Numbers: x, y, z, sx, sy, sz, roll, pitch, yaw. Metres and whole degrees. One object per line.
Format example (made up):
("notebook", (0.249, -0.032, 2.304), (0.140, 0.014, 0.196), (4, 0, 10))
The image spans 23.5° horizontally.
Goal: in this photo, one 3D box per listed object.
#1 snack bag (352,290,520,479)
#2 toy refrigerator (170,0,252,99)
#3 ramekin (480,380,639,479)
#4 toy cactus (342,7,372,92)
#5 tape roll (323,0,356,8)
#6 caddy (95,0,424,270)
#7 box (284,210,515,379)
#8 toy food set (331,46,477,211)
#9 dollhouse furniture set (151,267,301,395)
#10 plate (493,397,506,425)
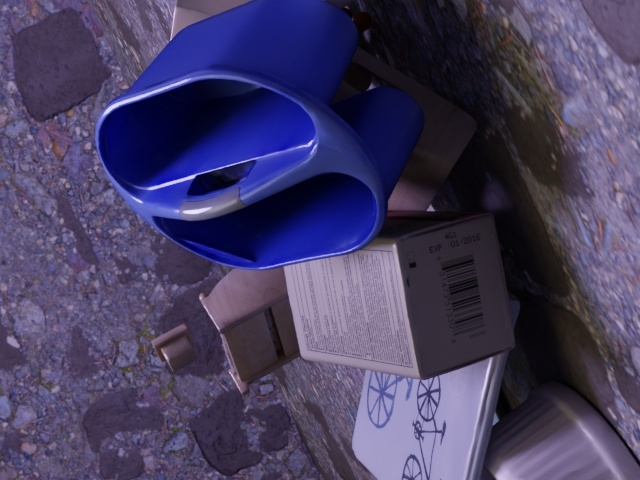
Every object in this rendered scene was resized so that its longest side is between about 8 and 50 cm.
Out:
("snack bag", (0.130, 0.155, 1.758), (0.342, 0.037, 0.323), (-140, 59, -66))
("toy refrigerator", (-0.117, -0.161, 1.687), (0.102, 0.094, 0.269), (-74, -2, -49))
("ramekin", (0.267, 0.300, 1.694), (0.273, 0.127, 0.273), (58, 169, 19))
("toy cactus", (0.001, -0.230, 1.718), (0.219, 0.112, 0.180), (34, 161, 50))
("tape roll", (-0.021, -0.360, 1.470), (0.286, 0.100, 0.286), (57, 169, 18))
("caddy", (-0.067, -0.087, 1.500), (0.341, 0.179, 0.241), (-12, 127, 47))
("box", (0.076, 0.051, 1.616), (0.232, 0.127, 0.148), (4, 107, 58))
("toy food set", (0.043, -0.122, 1.668), (0.220, 0.092, 0.306), (32, 162, 3))
("dollhouse furniture set", (-0.061, 0.074, 2.025), (0.174, 0.356, 0.303), (56, 168, 29))
("plate", (0.202, 0.203, 2.013), (0.188, 0.024, 0.188), (57, 167, 21))
